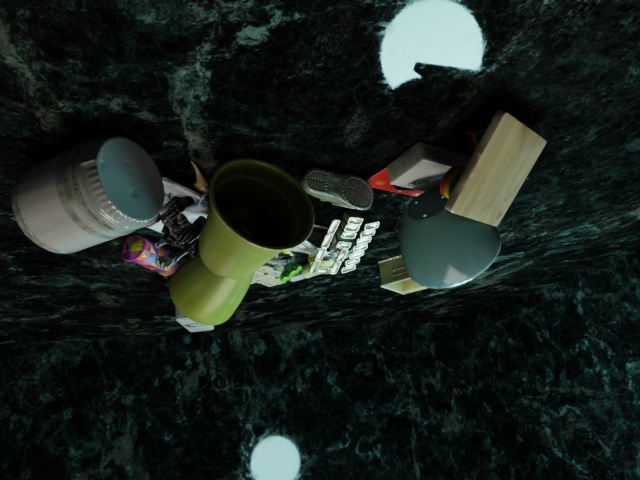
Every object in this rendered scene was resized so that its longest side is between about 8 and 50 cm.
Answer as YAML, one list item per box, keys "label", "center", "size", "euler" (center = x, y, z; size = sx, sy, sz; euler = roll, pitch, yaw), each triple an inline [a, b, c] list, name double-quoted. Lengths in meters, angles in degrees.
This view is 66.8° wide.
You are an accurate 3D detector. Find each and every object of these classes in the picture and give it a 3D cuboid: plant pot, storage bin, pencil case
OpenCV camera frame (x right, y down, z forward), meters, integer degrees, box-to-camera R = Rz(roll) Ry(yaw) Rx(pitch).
- label: "plant pot"
  center: [-0.358, 0.119, 1.763]
  size: [0.275, 0.274, 0.293]
  euler: [11, 138, -40]
- label: "storage bin"
  center: [0.444, 0.148, 2.275]
  size: [0.261, 0.123, 0.262]
  euler: [-18, 157, 28]
- label: "pencil case"
  center: [-0.591, 0.057, 1.700]
  size: [0.105, 0.104, 0.236]
  euler: [-12, 158, 11]
- label: "plant pot"
  center: [0.345, -0.032, 1.407]
  size: [0.291, 0.290, 0.195]
  euler: [-18, 124, 27]
- label: "plant pot"
  center: [-0.197, -0.030, 1.277]
  size: [0.276, 0.275, 0.254]
  euler: [6, 146, -32]

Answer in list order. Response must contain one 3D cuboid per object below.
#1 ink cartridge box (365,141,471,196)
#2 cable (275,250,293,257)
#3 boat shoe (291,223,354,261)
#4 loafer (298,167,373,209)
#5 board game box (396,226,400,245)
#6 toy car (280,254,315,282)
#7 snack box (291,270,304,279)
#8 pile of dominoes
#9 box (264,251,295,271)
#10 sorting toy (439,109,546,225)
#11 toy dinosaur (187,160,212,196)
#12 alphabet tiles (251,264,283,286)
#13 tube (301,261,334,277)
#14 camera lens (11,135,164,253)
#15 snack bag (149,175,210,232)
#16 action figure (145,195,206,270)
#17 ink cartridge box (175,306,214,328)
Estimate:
- label: "ink cartridge box"
  center: [0.311, -0.174, 1.436]
  size: [0.297, 0.066, 0.261]
  euler: [7, 155, -33]
- label: "cable"
  center: [-0.206, -0.023, 1.706]
  size: [0.140, 0.072, 0.287]
  euler: [17, 158, 31]
- label: "boat shoe"
  center: [-0.001, -0.003, 1.723]
  size: [0.321, 0.118, 0.103]
  euler: [15, 155, -32]
- label: "loafer"
  center: [0.044, -0.151, 1.396]
  size: [0.251, 0.094, 0.087]
  euler: [18, 174, -32]
- label: "board game box"
  center: [0.468, 0.018, 1.902]
  size: [0.232, 0.141, 0.291]
  euler: [-18, 158, 26]
- label: "toy car"
  center: [-0.074, 0.079, 1.893]
  size: [0.225, 0.053, 0.239]
  euler: [-37, 162, -9]
- label: "snack box"
  center: [-0.071, 0.158, 2.262]
  size: [0.178, 0.022, 0.064]
  euler: [-18, 157, 26]
- label: "pile of dominoes"
  center: [0.078, 0.012, 1.709]
  size: [0.196, 0.040, 0.251]
  euler: [5, 124, -33]
- label: "box"
  center: [-0.186, 0.084, 1.987]
  size: [0.159, 0.044, 0.233]
  euler: [-5, 160, -7]
- label: "sorting toy"
  center: [0.427, -0.185, 1.243]
  size: [0.256, 0.089, 0.257]
  euler: [10, 112, -45]
- label: "toy dinosaur"
  center: [-0.311, -0.146, 1.307]
  size: [0.093, 0.053, 0.183]
  euler: [0, 159, -15]
- label: "alphabet tiles"
  center: [-0.290, 0.139, 2.026]
  size: [0.284, 0.021, 0.278]
  euler: [23, 155, -34]
- label: "tube"
  center: [0.018, 0.094, 2.076]
  size: [0.240, 0.062, 0.070]
  euler: [-29, -168, 35]
- label: "camera lens"
  center: [-0.530, -0.100, 1.110]
  size: [0.275, 0.219, 0.219]
  euler: [-16, 158, 22]
- label: "snack bag"
  center: [-0.444, -0.088, 1.379]
  size: [0.323, 0.037, 0.343]
  euler: [-7, 162, 25]
- label: "action figure"
  center: [-0.388, -0.022, 1.248]
  size: [0.141, 0.164, 0.276]
  euler: [-32, -178, -30]
- label: "ink cartridge box"
  center: [-0.558, 0.281, 2.163]
  size: [0.117, 0.201, 0.278]
  euler: [-6, 160, -4]
